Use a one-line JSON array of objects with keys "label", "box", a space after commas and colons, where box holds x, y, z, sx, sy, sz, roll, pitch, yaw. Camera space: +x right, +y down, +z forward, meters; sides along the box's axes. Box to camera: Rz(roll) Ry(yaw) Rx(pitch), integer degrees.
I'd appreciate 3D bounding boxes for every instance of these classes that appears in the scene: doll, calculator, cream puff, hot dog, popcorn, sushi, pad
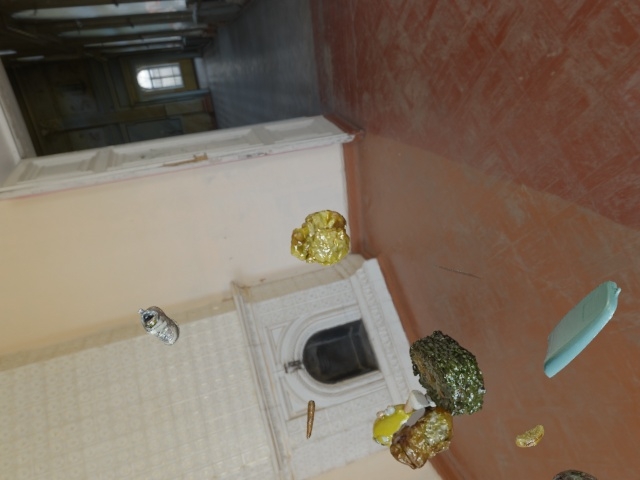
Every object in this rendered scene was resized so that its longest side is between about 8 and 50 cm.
[{"label": "doll", "box": [0.443, 0.894, 2.064, 0.161, 0.348, 0.423, -84, -3, -58]}, {"label": "calculator", "box": [0.906, 0.298, 1.446, 0.054, 0.256, 0.386, 34, 128, 15]}, {"label": "cream puff", "box": [0.376, 0.718, 1.529, 0.155, 0.269, 0.241, 61, 175, 16]}, {"label": "hot dog", "box": [0.580, 0.540, 1.133, 0.034, 0.090, 0.030, -132, 21, -67]}, {"label": "popcorn", "box": [0.000, 0.000, 1.927, 0.265, 0.332, 0.225, 51, 137, 18]}, {"label": "sushi", "box": [0.536, 0.575, 1.760, 0.352, 0.178, 0.294, -140, 35, -70]}, {"label": "pad", "box": [0.629, 0.144, 1.897, 0.164, 0.243, 0.004, 14, 88, 33]}]

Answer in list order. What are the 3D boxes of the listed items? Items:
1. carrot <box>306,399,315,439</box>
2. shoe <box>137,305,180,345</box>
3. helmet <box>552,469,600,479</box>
[{"label": "carrot", "box": [-0.045, 0.791, 1.833, 0.035, 0.036, 0.165, 106, 170, -61]}, {"label": "shoe", "box": [-0.607, 0.313, 1.550, 0.180, 0.089, 0.092, 42, 171, 14]}, {"label": "helmet", "box": [0.710, 0.699, 1.110, 0.177, 0.153, 0.107, 23, 155, 42]}]
